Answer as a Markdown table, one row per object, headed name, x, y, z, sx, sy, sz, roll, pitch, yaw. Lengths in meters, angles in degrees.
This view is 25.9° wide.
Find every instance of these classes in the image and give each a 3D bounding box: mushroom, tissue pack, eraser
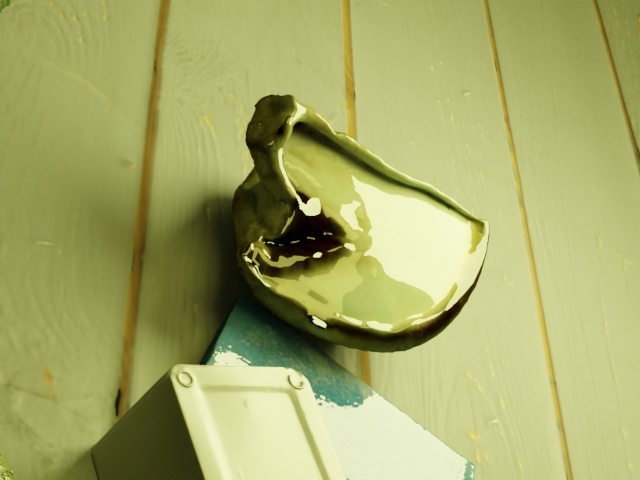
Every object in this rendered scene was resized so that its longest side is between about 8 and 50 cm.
| name | x | y | z | sx | sy | sz | roll | pitch | yaw |
| --- | --- | --- | --- | --- | --- | --- | --- | --- | --- |
| mushroom | 0.001 | 0.010 | 1.476 | 0.292 | 0.212 | 0.217 | 37 | 63 | -30 |
| tissue pack | -0.067 | 0.242 | 1.177 | 0.159 | 0.136 | 0.246 | 7 | 50 | -40 |
| eraser | 0.016 | 0.192 | 1.389 | 0.312 | 0.042 | 0.144 | 37 | 35 | -9 |

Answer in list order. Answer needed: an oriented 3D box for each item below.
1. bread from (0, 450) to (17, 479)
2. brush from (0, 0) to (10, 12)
| name | x | y | z | sx | sy | sz | roll | pitch | yaw |
| --- | --- | --- | --- | --- | --- | --- | --- | --- | --- |
| bread | -0.341 | 0.185 | 1.011 | 0.267 | 0.040 | 0.267 | 19 | 35 | -14 |
| brush | -0.394 | -0.204 | 1.402 | 0.054 | 0.048 | 0.282 | 29 | 43 | 2 |
